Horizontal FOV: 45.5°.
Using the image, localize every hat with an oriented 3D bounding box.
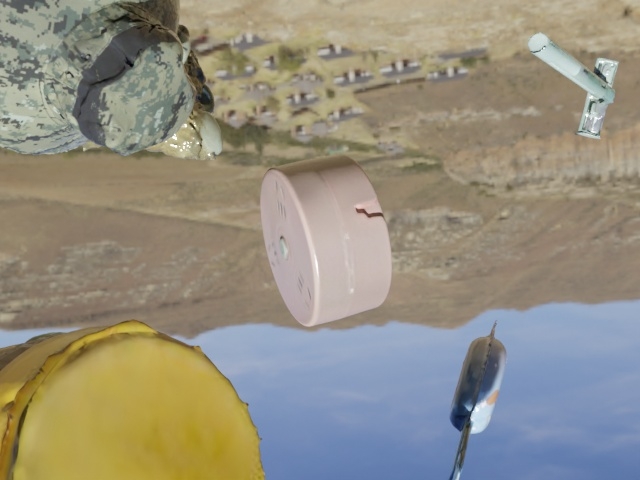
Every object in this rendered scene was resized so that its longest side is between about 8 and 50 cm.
[{"bbox_3d":[-0.194,-0.157,0.732,0.128,0.266,0.265,37,-165,21],"label":"hat"}]

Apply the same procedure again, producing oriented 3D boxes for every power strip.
[{"bbox_3d":[0.000,0.000,0.709,0.078,0.154,0.154,-14,-179,-19],"label":"power strip"}]

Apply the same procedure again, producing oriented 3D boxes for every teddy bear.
[{"bbox_3d":[-0.232,-0.213,1.015,0.156,0.267,0.256,-34,-166,27],"label":"teddy bear"}]

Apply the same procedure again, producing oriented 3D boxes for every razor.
[{"bbox_3d":[0.245,-0.156,0.721,0.035,0.084,0.211,14,-176,33],"label":"razor"}]

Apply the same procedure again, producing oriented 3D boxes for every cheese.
[{"bbox_3d":[0.194,0.210,0.970,0.052,0.245,0.135,16,142,12],"label":"cheese"}]

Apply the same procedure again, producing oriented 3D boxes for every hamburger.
[{"bbox_3d":[-0.271,0.294,0.858,0.277,0.396,0.395,-16,172,33],"label":"hamburger"}]
